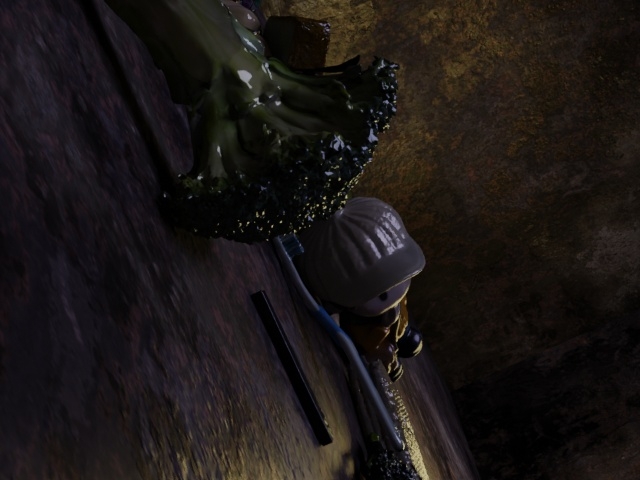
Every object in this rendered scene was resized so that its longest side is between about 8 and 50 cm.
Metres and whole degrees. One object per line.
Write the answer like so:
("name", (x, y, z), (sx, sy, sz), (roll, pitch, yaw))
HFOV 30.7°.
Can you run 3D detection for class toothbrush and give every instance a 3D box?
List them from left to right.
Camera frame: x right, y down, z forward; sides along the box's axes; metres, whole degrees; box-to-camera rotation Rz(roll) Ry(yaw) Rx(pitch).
("toothbrush", (0.016, 0.125, 1.562), (0.386, 0.040, 0.040), (62, 3, 33))

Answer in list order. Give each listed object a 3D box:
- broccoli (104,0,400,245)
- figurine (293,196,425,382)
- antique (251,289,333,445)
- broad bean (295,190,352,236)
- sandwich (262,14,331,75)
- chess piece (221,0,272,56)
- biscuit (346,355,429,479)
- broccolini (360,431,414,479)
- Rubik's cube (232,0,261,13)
("broccoli", (-0.118, -0.149, 1.158), (0.361, 0.252, 0.221), (31, 1, 2))
("figurine", (0.060, 0.076, 1.819), (0.204, 0.185, 0.332), (27, -32, 18))
("antique", (-0.031, 0.144, 1.331), (0.031, 0.015, 0.192), (-47, 112, -84))
("broad bean", (-0.007, -0.072, 1.930), (0.263, 0.121, 0.189), (-71, 136, -85))
("sandwich", (-0.052, -0.246, 1.832), (0.186, 0.065, 0.214), (-145, -116, -66))
("chess piece", (-0.122, -0.270, 1.787), (0.117, 0.117, 0.397), (61, 5, -36))
("biscuit", (0.101, 0.282, 1.715), (0.239, 0.062, 0.108), (-108, 171, -53))
("broccolini", (0.072, 0.302, 1.508), (0.202, 0.068, 0.091), (-156, -135, -77))
("Rubik's cube", (-0.168, -0.471, 2.257), (0.111, 0.111, 0.093), (65, 31, -6))
